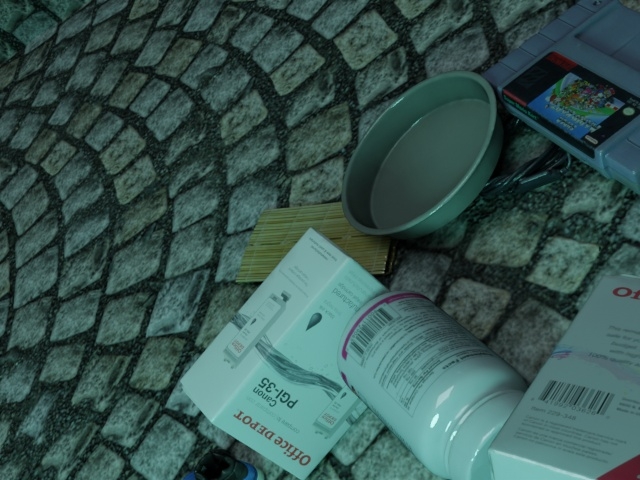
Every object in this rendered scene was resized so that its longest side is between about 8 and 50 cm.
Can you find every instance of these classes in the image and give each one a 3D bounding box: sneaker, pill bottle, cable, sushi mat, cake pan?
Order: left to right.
[{"bbox_3d":[-0.163,0.338,1.536,0.152,0.084,0.058,-11,52,38],"label":"sneaker"},{"bbox_3d":[0.000,0.000,1.716,0.316,0.019,0.151,-5,55,40],"label":"sushi mat"},{"bbox_3d":[0.156,-0.122,1.593,0.293,0.054,0.293,-33,37,29],"label":"cake pan"},{"bbox_3d":[0.154,0.190,1.305,0.160,0.160,0.283,-48,39,0],"label":"pill bottle"},{"bbox_3d":[0.281,-0.130,1.543,0.184,0.047,0.150,-22,46,30],"label":"cable"}]

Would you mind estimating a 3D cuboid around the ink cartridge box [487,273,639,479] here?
[{"bbox_3d":[0.333,0.180,1.049,0.226,0.131,0.306,11,37,34],"label":"ink cartridge box"}]

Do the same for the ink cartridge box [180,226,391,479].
[{"bbox_3d":[-0.017,0.159,1.453,0.283,0.207,0.117,-50,37,-1],"label":"ink cartridge box"}]

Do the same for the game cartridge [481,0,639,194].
[{"bbox_3d":[0.401,-0.215,1.463,0.230,0.068,0.355,-34,39,-7],"label":"game cartridge"}]
